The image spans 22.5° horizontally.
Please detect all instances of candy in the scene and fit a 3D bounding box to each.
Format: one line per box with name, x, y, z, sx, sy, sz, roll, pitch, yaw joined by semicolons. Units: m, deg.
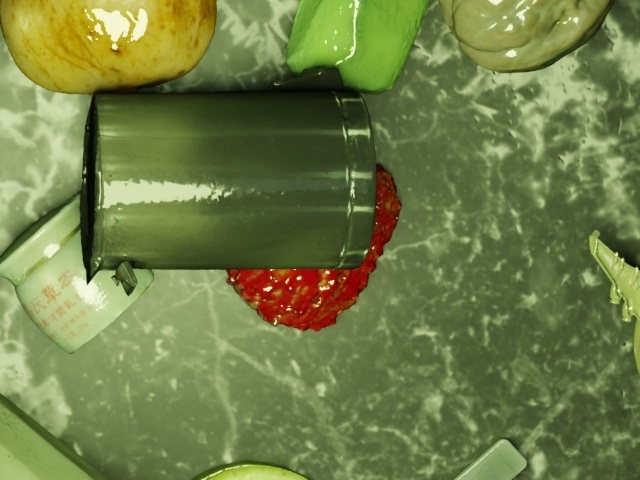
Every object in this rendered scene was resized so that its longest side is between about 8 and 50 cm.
candy;0.065;-0.343;1.884;0.132;0.142;0.344;20;98;35

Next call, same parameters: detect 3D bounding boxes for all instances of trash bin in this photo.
trash bin;-0.108;-0.067;1.762;0.301;0.203;0.252;-1;73;-13

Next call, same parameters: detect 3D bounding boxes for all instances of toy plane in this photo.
toy plane;0.429;0.056;1.997;0.229;0.092;0.244;5;94;-22

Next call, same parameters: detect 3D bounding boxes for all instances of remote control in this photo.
remote control;0.177;0.322;2.032;0.184;0.027;0.050;-41;99;4

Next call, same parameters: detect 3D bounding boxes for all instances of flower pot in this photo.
flower pot;-0.361;0.319;1.862;0.259;0.290;0.290;43;91;2

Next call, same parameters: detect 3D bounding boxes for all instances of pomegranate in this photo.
pomegranate;-0.235;-0.259;1.803;0.248;0.248;0.248;-1;98;-7

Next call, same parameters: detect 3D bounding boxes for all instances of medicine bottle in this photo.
medicine bottle;-0.287;0.035;1.870;0.147;0.147;0.143;-42;99;-1

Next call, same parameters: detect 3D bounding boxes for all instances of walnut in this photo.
walnut;0.243;-0.299;1.864;0.224;0.224;0.224;-1;98;-7

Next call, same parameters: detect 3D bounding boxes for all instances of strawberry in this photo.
strawberry;0.000;0.000;1.922;0.236;0.111;0.190;-40;98;-2

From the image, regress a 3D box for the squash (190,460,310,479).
squash;-0.082;0.394;1.999;0.252;0.049;0.252;-1;96;-9
